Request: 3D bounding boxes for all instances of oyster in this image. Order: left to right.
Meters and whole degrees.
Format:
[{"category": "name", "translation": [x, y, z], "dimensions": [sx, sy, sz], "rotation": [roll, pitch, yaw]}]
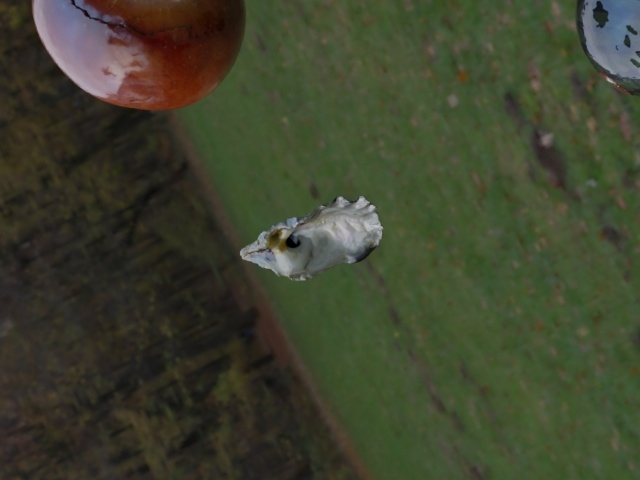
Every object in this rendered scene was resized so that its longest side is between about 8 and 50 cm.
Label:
[{"category": "oyster", "translation": [0.000, 0.000, 1.303], "dimensions": [0.122, 0.146, 0.045], "rotation": [26, -149, -18]}]

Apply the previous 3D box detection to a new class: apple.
[{"category": "apple", "translation": [-0.226, -0.282, 1.546], "dimensions": [0.272, 0.251, 0.206], "rotation": [23, 145, 4]}]

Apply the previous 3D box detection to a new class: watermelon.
[{"category": "watermelon", "translation": [0.398, -0.264, 1.433], "dimensions": [0.212, 0.212, 0.212], "rotation": [63, 175, 10]}]
